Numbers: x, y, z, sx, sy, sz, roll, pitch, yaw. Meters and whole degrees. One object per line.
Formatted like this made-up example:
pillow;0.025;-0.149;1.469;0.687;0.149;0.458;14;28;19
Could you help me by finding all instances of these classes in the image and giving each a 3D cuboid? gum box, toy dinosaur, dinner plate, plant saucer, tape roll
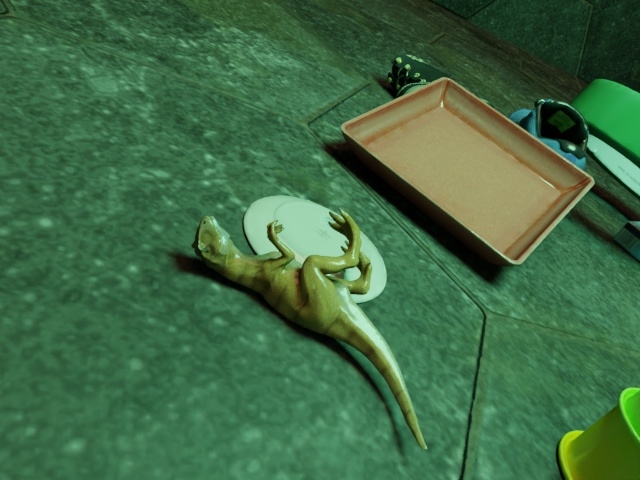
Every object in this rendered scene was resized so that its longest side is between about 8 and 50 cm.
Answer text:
gum box;0.596;0.033;0.921;0.185;0.041;0.157;-2;43;-41
toy dinosaur;0.005;0.045;0.410;0.212;0.064;0.112;34;64;8
dinner plate;0.000;0.000;0.495;0.141;0.017;0.141;23;31;-14
plant saucer;0.188;-0.093;0.708;0.258;0.047;0.259;42;48;17
tape roll;0.545;-0.132;0.919;0.321;0.077;0.321;38;18;-15

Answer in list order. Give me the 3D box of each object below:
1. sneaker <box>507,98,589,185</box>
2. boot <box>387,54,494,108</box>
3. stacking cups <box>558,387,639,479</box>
sneaker;0.368;-0.156;0.900;0.130;0.147;0.330;28;31;-5
boot;0.162;-0.247;0.925;0.237;0.085;0.178;-6;42;-44
stacking cups;0.284;0.074;0.340;0.096;0.316;0.096;20;34;-14
